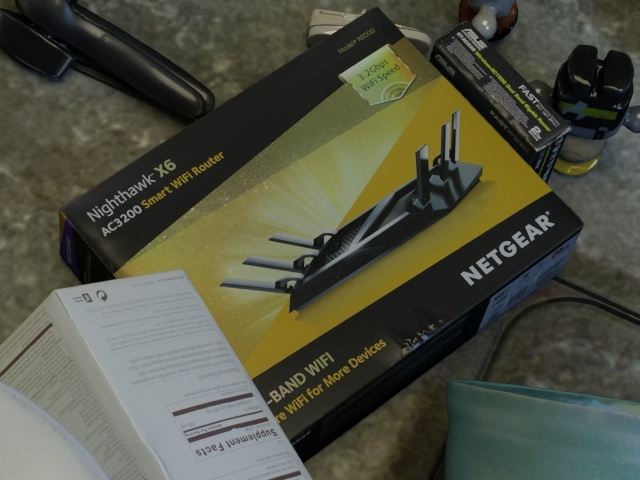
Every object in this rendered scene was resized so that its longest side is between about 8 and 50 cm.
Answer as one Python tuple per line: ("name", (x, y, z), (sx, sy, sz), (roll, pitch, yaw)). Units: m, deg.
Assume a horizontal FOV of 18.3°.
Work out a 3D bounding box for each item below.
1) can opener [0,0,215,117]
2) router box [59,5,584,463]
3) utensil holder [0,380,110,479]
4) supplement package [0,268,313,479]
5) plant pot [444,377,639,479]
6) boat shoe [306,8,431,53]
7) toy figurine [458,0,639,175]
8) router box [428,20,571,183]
("can opener", (-0.164, -0.149, 1.550), (0.186, 0.073, 0.059), (27, 24, 4))
("router box", (0.000, 0.000, 1.468), (0.309, 0.081, 0.243), (-35, 71, -22))
("utensil holder", (-0.276, 0.236, 1.095), (0.327, 0.385, 0.328), (5, 75, -19))
("supplement package", (-0.110, 0.161, 1.305), (0.134, 0.139, 0.244), (-10, 63, -54))
("plant pot", (0.214, 0.208, 1.296), (0.293, 0.293, 0.196), (8, 88, -2))
("boat shoe", (0.040, -0.170, 1.590), (0.100, 0.035, 0.035), (4, 65, 3))
("toy figurine", (0.224, -0.181, 1.561), (0.209, 0.148, 0.213), (-32, 72, -15))
("router box", (0.132, -0.096, 1.528), (0.038, 0.092, 0.122), (-35, 71, -22))
